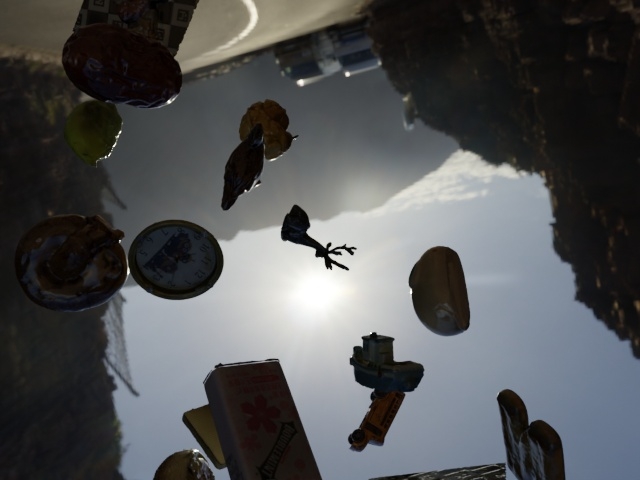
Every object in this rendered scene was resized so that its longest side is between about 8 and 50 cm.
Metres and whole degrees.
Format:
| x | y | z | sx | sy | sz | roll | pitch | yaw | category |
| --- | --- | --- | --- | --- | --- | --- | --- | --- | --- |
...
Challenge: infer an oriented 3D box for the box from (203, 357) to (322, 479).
| x | y | z | sx | sy | sz | roll | pitch | yaw | category |
| --- | --- | --- | --- | --- | --- | --- | --- | --- | --- |
| -0.130 | 0.447 | 1.615 | 0.190 | 0.370 | 0.112 | -1 | 142 | -33 | box |

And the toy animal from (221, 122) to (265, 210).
| x | y | z | sx | sy | sz | roll | pitch | yaw | category |
| --- | --- | --- | --- | --- | --- | --- | --- | --- | --- |
| -0.165 | -0.158 | 1.527 | 0.179 | 0.089 | 0.188 | 121 | -10 | -62 | toy animal |

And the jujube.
| x | y | z | sx | sy | sz | roll | pitch | yaw | category |
| --- | --- | --- | --- | --- | --- | --- | --- | --- | --- |
| -0.424 | -0.370 | 1.526 | 0.250 | 0.174 | 0.174 | 14 | 171 | -40 | jujube |

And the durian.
| x | y | z | sx | sy | sz | roll | pitch | yaw | category |
| --- | --- | --- | --- | --- | --- | --- | --- | --- | --- |
| -0.610 | -0.297 | 1.895 | 0.139 | 0.101 | 0.250 | 23 | -142 | -9 | durian |

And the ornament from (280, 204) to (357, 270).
| x | y | z | sx | sy | sz | roll | pitch | yaw | category |
| --- | --- | --- | --- | --- | --- | --- | --- | --- | --- |
| 0.000 | 0.000 | 2.114 | 0.080 | 0.236 | 0.202 | -56 | 173 | -25 | ornament |

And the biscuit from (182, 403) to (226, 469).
| x | y | z | sx | sy | sz | roll | pitch | yaw | category |
| --- | --- | --- | --- | --- | --- | --- | --- | --- | --- |
| -0.278 | 0.527 | 1.922 | 0.121 | 0.041 | 0.199 | -10 | -140 | -40 | biscuit |

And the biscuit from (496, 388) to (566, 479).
| x | y | z | sx | sy | sz | roll | pitch | yaw | category |
| --- | --- | --- | --- | --- | --- | --- | --- | --- | --- |
| 0.532 | 0.535 | 1.772 | 0.062 | 0.291 | 0.237 | -19 | -154 | -12 | biscuit |

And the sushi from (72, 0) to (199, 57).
| x | y | z | sx | sy | sz | roll | pitch | yaw | category |
| --- | --- | --- | --- | --- | --- | --- | --- | --- | --- |
| -0.516 | -0.675 | 1.973 | 0.320 | 0.339 | 0.069 | 28 | -166 | 3 | sushi |

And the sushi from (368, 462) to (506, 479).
| x | y | z | sx | sy | sz | roll | pitch | yaw | category |
| --- | --- | --- | --- | --- | --- | --- | --- | --- | --- |
| 0.212 | 0.503 | 1.343 | 0.292 | 0.059 | 0.294 | -12 | 176 | 13 | sushi |

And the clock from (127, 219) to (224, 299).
| x | y | z | sx | sy | sz | roll | pitch | yaw | category |
| --- | --- | --- | --- | --- | --- | --- | --- | --- | --- |
| -0.355 | 0.042 | 1.749 | 0.237 | 0.237 | 0.057 | -15 | -148 | 1 | clock |

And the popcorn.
| x | y | z | sx | sy | sz | roll | pitch | yaw | category |
| --- | --- | --- | --- | --- | --- | --- | --- | --- | --- |
| -0.168 | -0.316 | 2.068 | 0.163 | 0.194 | 0.140 | -6 | 146 | -20 | popcorn |

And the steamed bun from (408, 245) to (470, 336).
| x | y | z | sx | sy | sz | roll | pitch | yaw | category |
| --- | --- | --- | --- | --- | --- | --- | --- | --- | --- |
| 0.295 | 0.129 | 1.782 | 0.130 | 0.228 | 0.177 | -11 | 173 | 23 | steamed bun |

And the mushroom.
| x | y | z | sx | sy | sz | roll | pitch | yaw | category |
| --- | --- | --- | --- | --- | --- | --- | --- | --- | --- |
| -0.621 | 0.047 | 1.815 | 0.283 | 0.263 | 0.195 | -33 | -173 | 24 | mushroom |

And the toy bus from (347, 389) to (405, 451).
| x | y | z | sx | sy | sz | roll | pitch | yaw | category |
| --- | --- | --- | --- | --- | --- | --- | --- | --- | --- |
| 0.146 | 0.470 | 1.852 | 0.194 | 0.088 | 0.083 | -59 | 173 | -22 | toy bus |

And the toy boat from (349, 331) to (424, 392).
| x | y | z | sx | sy | sz | roll | pitch | yaw | category |
| --- | --- | --- | --- | --- | --- | --- | --- | --- | --- |
| 0.119 | 0.226 | 1.366 | 0.088 | 0.102 | 0.215 | 0 | 179 | -25 | toy boat |

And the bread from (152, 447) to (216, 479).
| x | y | z | sx | sy | sz | roll | pitch | yaw | category |
| --- | --- | --- | --- | --- | --- | --- | --- | --- | --- |
| -0.368 | 0.709 | 1.900 | 0.158 | 0.306 | 0.305 | -9 | -166 | 2 | bread |
